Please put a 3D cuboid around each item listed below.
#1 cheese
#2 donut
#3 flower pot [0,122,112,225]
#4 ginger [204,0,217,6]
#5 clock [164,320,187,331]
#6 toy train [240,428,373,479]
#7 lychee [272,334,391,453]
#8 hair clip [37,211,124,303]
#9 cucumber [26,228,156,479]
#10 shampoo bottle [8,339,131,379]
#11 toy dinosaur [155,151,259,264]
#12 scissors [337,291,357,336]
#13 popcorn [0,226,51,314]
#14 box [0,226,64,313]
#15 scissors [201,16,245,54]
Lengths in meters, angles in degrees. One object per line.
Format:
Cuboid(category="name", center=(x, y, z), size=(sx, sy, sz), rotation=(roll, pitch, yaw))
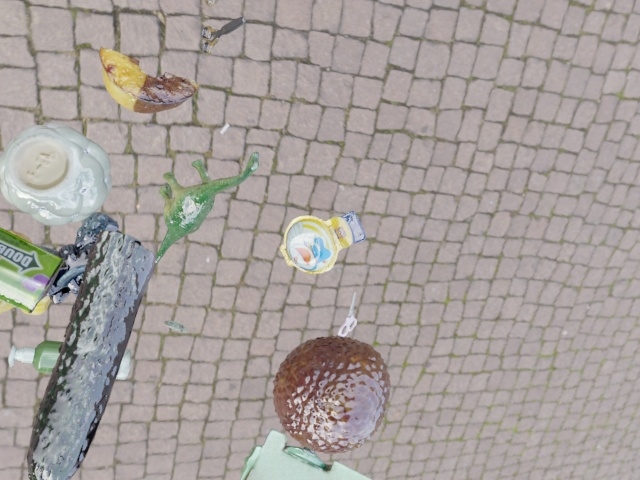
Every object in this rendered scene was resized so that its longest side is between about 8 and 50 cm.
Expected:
Cuboid(category="cheese", center=(0.000, 0.000, 1.436), size=(0.271, 0.069, 0.176), rotation=(-23, 93, 28))
Cuboid(category="donut", center=(-0.530, -0.448, 1.556), size=(0.295, 0.151, 0.112), rotation=(13, 149, -25))
Cuboid(category="flower pot", center=(-0.622, -0.155, 1.212), size=(0.246, 0.195, 0.245), rotation=(1, 84, -9))
Cuboid(category="ginger", center=(-0.332, -0.749, 1.515), size=(0.080, 0.204, 0.104), rotation=(-1, 112, -5))
Cuboid(category="clock", center=(-0.437, 0.259, 1.556), size=(0.074, 0.083, 0.010), rotation=(24, 89, -7))
Cuboid(category="toy train", center=(0.025, 0.418, 0.779), size=(0.327, 0.129, 0.159), rotation=(25, 147, 6))
Cuboid(category="lychee", center=(0.025, 0.332, 1.117), size=(0.261, 0.260, 0.260), rotation=(-8, 117, -16))
Cuboid(category="hair clip", center=(-0.698, 0.062, 1.460), size=(0.310, 0.206, 0.194), rotation=(-29, 156, -13))
Cuboid(category="cucumber", center=(-0.223, 0.114, 0.498), size=(0.067, 0.067, 0.245), rotation=(21, 73, -27))
Cuboid(category="shampoo bottle", center=(-0.467, 0.224, 0.962), size=(0.205, 0.065, 0.065), rotation=(13, 110, -25))
Cuboid(category="toy dinosaur", center=(-0.255, -0.042, 1.067), size=(0.087, 0.301, 0.446), rotation=(5, 122, -39))
Cuboid(category="scissors", center=(0.107, 0.261, 1.828), size=(0.100, 0.015, 0.188), rotation=(-23, 131, -44))
Cuboid(category="popcorn", center=(-0.990, 0.115, 1.566), size=(0.382, 0.349, 0.348), rotation=(11, 111, -11))
Cuboid(category="box", center=(-0.671, 0.005, 0.960), size=(0.346, 0.134, 0.097), rotation=(34, 114, -22))
Cuboid(category="scissors", center=(-0.288, -0.617, 1.515), size=(0.017, 0.220, 0.087), rotation=(-3, 91, -44))
